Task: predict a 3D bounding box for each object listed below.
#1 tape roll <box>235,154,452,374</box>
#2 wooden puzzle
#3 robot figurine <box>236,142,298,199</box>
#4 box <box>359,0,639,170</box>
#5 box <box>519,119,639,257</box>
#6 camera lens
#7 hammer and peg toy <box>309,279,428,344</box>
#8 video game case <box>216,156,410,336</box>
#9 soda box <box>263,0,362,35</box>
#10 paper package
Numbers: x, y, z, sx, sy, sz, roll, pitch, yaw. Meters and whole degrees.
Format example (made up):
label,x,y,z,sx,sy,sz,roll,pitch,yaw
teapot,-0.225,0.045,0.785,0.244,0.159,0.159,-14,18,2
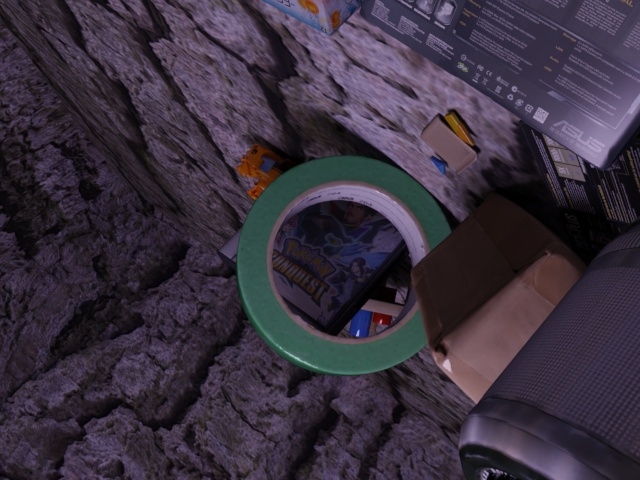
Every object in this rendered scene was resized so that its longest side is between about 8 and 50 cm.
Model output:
label,x,y,z,sx,sy,sz,roll,pitch,yaw
tape roll,0.037,0.036,0.994,0.321,0.321,0.077,42,164,3
wooden puzzle,0.162,-0.121,0.846,0.078,0.014,0.116,48,164,-5
robot figurine,-0.027,-0.066,1.333,0.291,0.085,0.211,37,166,20
box,0.153,-0.186,0.464,0.233,0.059,0.183,37,139,16
box,0.282,-0.055,0.597,0.147,0.077,0.180,22,155,51
camera lens,0.248,0.120,0.464,0.219,0.274,0.219,40,161,16
hammer and peg toy,0.111,0.121,1.309,0.362,0.127,0.266,14,177,-18
video game case,0.000,0.000,1.129,0.275,0.248,0.035,32,160,34
soda box,-0.041,-0.303,0.761,0.183,0.058,0.063,36,164,25
paper package,0.273,0.128,0.768,0.325,0.168,0.309,44,-168,-8
